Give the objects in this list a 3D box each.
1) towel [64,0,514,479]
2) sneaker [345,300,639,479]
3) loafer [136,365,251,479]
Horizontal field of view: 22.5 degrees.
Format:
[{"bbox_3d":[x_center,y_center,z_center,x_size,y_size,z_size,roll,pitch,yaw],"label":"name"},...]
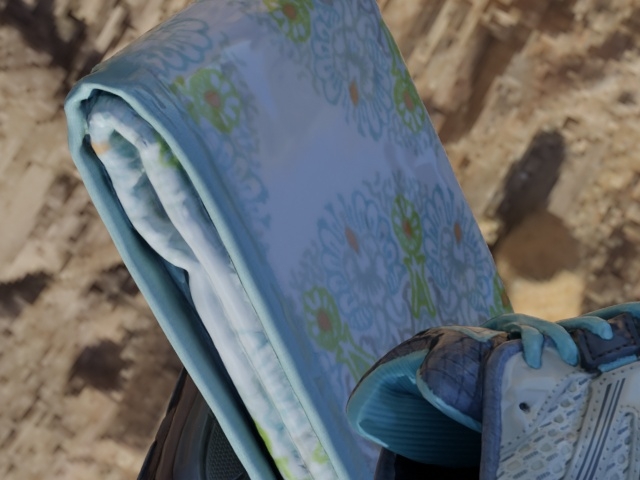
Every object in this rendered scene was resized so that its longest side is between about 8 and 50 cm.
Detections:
[{"bbox_3d":[0.000,0.000,1.117,0.375,0.090,0.320,65,32,-15],"label":"towel"},{"bbox_3d":[0.081,0.053,0.428,0.283,0.122,0.110,-45,180,-32],"label":"sneaker"},{"bbox_3d":[-0.072,0.108,1.199,0.095,0.109,0.302,-25,-154,30],"label":"loafer"}]
